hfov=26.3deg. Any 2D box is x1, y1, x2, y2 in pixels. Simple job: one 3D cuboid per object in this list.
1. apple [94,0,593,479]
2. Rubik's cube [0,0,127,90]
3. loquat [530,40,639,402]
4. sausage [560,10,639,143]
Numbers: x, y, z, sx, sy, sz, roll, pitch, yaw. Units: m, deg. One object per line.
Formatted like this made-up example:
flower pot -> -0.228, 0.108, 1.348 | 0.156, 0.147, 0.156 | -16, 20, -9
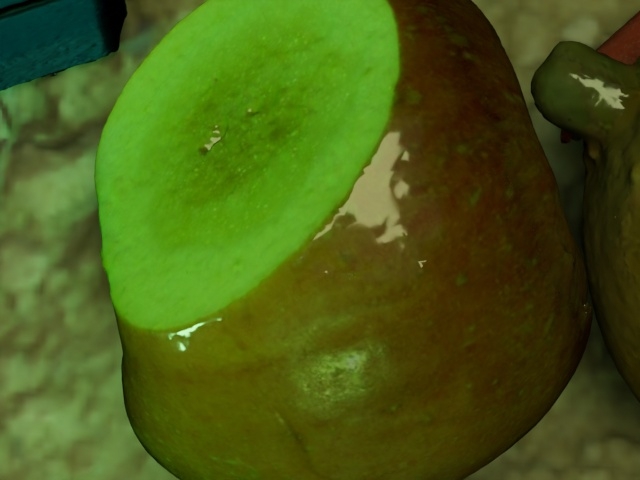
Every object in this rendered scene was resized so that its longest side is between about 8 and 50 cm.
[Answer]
apple -> 0.001, 0.004, 0.423 | 0.147, 0.163, 0.146 | -19, 39, 3
Rubik's cube -> -0.173, -0.135, 0.426 | 0.183, 0.167, 0.180 | -18, 83, -9
loquat -> 0.159, -0.008, 0.441 | 0.204, 0.149, 0.172 | 32, 76, -6
sausage -> 0.179, -0.120, 0.520 | 0.253, 0.034, 0.034 | -43, 87, -9
